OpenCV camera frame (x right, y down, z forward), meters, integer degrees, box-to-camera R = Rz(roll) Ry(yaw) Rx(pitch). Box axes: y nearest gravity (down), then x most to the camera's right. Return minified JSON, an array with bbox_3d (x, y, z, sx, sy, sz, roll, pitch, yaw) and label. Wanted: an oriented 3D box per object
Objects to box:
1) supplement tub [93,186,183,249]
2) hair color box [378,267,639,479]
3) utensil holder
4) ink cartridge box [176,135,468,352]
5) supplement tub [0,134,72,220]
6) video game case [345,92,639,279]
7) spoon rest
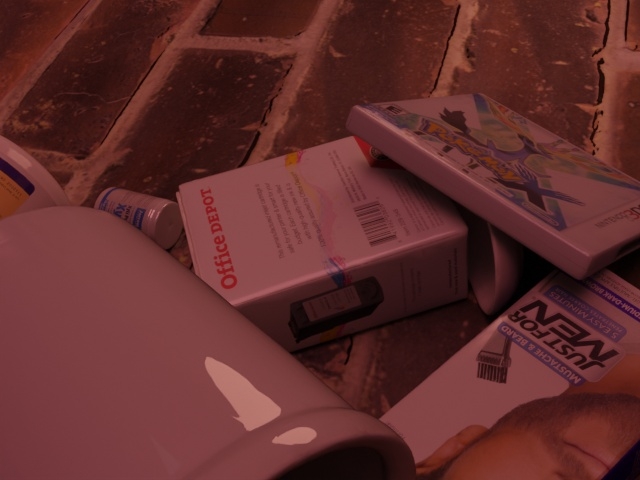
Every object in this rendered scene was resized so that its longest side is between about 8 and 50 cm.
[{"bbox_3d":[-0.252,-0.031,1.095,0.107,0.071,0.071,13,51,23],"label":"supplement tub"},{"bbox_3d":[0.216,0.177,0.783,0.339,0.110,0.185,-37,52,-20],"label":"hair color box"},{"bbox_3d":[-0.166,0.188,0.699,0.327,0.327,0.385,-38,50,-23],"label":"utensil holder"},{"bbox_3d":[0.000,0.000,0.974,0.306,0.131,0.226,-17,46,-4],"label":"ink cartridge box"},{"bbox_3d":[-0.482,0.040,0.956,0.241,0.241,0.331,14,51,22],"label":"supplement tub"},{"bbox_3d":[0.241,-0.086,0.954,0.329,0.036,0.300,37,33,29],"label":"video game case"},{"bbox_3d":[0.187,-0.022,0.972,0.084,0.137,0.276,-4,35,3],"label":"spoon rest"}]
